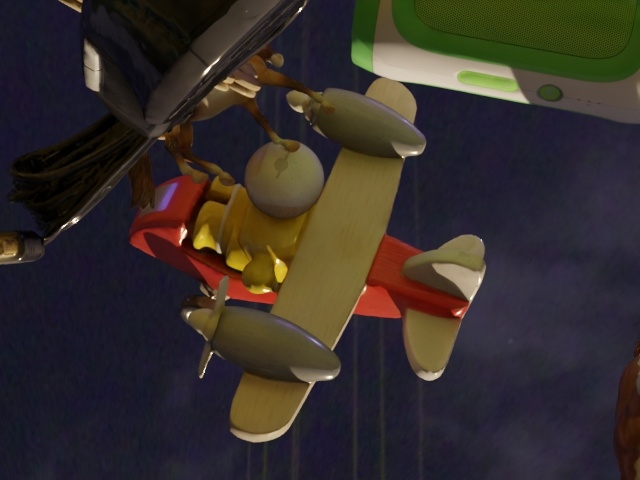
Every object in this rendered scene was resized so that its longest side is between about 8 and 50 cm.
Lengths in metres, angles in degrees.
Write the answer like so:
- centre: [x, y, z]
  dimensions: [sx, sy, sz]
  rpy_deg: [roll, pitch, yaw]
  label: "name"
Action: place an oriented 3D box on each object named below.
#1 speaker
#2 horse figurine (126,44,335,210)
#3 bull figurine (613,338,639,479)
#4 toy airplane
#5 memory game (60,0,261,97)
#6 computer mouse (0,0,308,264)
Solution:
- centre: [0.183, -0.189, 1.233]
  dimensions: [0.296, 0.131, 0.131]
  rpy_deg: [11, -119, 8]
  label: "speaker"
- centre: [-0.115, -0.136, 1.414]
  dimensions: [0.263, 0.066, 0.174]
  rpy_deg: [-32, -120, -26]
  label: "horse figurine"
- centre: [0.340, 0.154, 1.304]
  dimensions: [0.101, 0.188, 0.310]
  rpy_deg: [11, -146, 10]
  label: "bull figurine"
- centre: [0.000, 0.000, 1.511]
  dimensions: [0.384, 0.272, 0.386]
  rpy_deg: [-26, -130, -8]
  label: "toy airplane"
- centre: [-0.108, -0.128, 0.695]
  dimensions: [0.186, 0.186, 0.012]
  rpy_deg: [36, -78, 11]
  label: "memory game"
- centre: [-0.076, -0.062, 0.497]
  dimensions: [0.184, 0.262, 0.060]
  rpy_deg: [-43, -84, -2]
  label: "computer mouse"
